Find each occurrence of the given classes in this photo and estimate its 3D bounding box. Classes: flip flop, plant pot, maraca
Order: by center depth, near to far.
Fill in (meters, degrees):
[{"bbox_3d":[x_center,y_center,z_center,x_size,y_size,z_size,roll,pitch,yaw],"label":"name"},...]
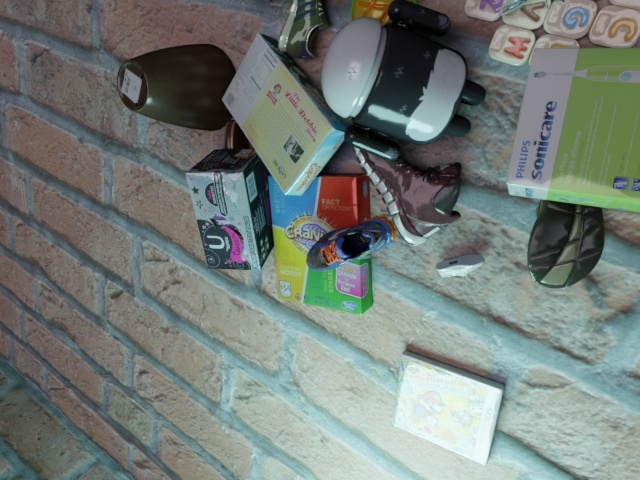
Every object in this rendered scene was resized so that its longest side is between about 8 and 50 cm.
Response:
[{"bbox_3d":[0.416,-0.056,0.751,0.112,0.080,0.278,1,89,21],"label":"flip flop"},{"bbox_3d":[0.129,-0.392,0.818,0.127,0.099,0.186,-10,123,37],"label":"maraca"},{"bbox_3d":[-0.354,-0.367,1.051,0.215,0.230,0.216,11,111,30],"label":"plant pot"}]

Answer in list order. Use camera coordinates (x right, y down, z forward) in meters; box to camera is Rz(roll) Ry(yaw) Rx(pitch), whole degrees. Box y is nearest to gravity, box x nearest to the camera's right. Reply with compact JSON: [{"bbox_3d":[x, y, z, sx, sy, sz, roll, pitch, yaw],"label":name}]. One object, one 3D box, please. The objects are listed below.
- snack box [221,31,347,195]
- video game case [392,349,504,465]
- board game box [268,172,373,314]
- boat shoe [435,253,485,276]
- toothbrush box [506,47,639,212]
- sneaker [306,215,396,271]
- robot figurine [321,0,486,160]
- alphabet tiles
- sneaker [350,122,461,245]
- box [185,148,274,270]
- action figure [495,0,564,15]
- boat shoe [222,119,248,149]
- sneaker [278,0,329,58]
[{"bbox_3d":[-0.089,-0.279,0.968,0.187,0.060,0.322,-48,63,32],"label":"snack box"},{"bbox_3d":[0.283,0.379,1.000,0.226,0.026,0.207,14,112,29],"label":"video game case"},{"bbox_3d":[0.000,0.000,1.039,0.242,0.064,0.317,5,108,31],"label":"board game box"},{"bbox_3d":[0.288,0.056,0.894,0.100,0.035,0.035,-17,123,31],"label":"boat shoe"},{"bbox_3d":[0.439,-0.154,0.633,0.283,0.122,0.207,11,92,25],"label":"toothbrush box"},{"bbox_3d":[0.048,0.011,0.918,0.221,0.087,0.083,-28,88,35],"label":"sneaker"},{"bbox_3d":[0.138,-0.271,0.764,0.277,0.209,0.173,16,161,-11],"label":"robot figurine"},{"bbox_3d":[0.384,-0.419,0.689,0.277,0.021,0.284,28,117,23],"label":"alphabet tiles"},{"bbox_3d":[0.185,-0.143,0.868,0.162,0.106,0.282,-29,95,26],"label":"sneaker"},{"bbox_3d":[-0.202,-0.074,1.037,0.141,0.163,0.248,1,119,13],"label":"box"},{"bbox_3d":[0.286,-0.476,0.657,0.185,0.099,0.285,-32,93,32],"label":"action figure"},{"bbox_3d":[-0.224,-0.201,1.114,0.073,0.073,0.207,8,109,25],"label":"boat shoe"},{"bbox_3d":[-0.016,-0.474,0.911,0.086,0.064,0.192,25,111,4],"label":"sneaker"}]
